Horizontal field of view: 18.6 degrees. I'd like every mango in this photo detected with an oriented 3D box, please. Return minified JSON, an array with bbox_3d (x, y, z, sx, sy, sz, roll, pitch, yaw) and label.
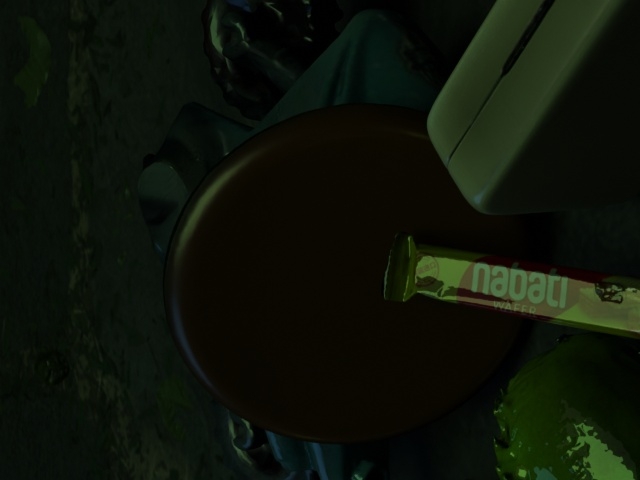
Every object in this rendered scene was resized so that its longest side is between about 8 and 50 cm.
[{"bbox_3d":[0.178,0.138,1.174,0.119,0.100,0.178,-46,52,30],"label":"mango"}]

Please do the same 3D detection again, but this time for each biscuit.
[{"bbox_3d":[0.166,0.037,1.173,0.292,0.026,0.048,9,94,33],"label":"biscuit"}]

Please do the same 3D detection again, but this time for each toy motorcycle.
[{"bbox_3d":[0.000,0.000,1.364,0.232,0.172,0.416,13,106,45],"label":"toy motorcycle"}]

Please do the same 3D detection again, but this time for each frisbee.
[{"bbox_3d":[0.022,0.028,1.275,0.021,0.251,0.250,-107,28,-62],"label":"frisbee"}]

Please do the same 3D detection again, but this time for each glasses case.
[{"bbox_3d":[0.192,-0.151,1.089,0.076,0.144,0.336,61,137,30],"label":"glasses case"}]

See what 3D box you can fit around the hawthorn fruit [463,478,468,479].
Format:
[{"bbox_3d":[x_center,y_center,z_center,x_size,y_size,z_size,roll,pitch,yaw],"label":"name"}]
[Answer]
[{"bbox_3d":[0.051,0.262,1.303,0.189,0.189,0.251,-49,15,46],"label":"hawthorn fruit"}]
